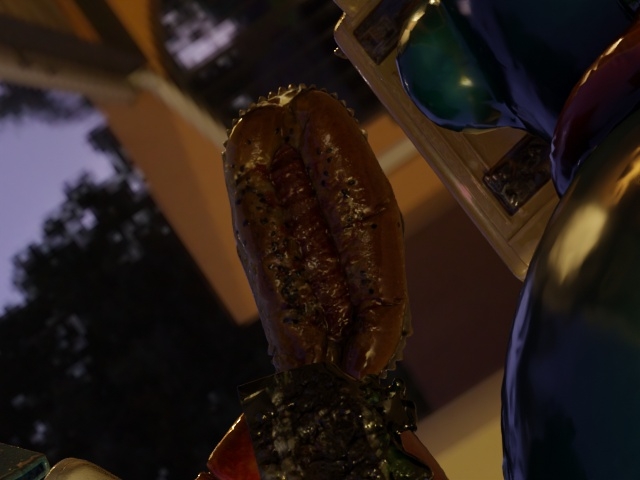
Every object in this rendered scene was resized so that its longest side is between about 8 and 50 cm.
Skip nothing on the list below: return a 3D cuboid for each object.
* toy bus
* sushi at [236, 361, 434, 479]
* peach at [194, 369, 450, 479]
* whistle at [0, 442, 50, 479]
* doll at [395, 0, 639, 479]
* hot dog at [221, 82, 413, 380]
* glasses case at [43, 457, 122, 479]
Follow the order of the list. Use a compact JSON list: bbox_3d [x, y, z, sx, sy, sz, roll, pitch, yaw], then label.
[{"bbox_3d":[0.130,-0.095,1.257,0.157,0.139,0.289,21,-150,-55],"label":"toy bus"},{"bbox_3d":[0.010,0.108,0.897,0.056,0.085,0.083,65,-171,-48],"label":"sushi"},{"bbox_3d":[-0.009,0.226,1.225,0.245,0.274,0.248,16,-162,-14],"label":"peach"},{"bbox_3d":[-0.255,0.194,1.313,0.158,0.090,0.090,5,144,47],"label":"whistle"},{"bbox_3d":[0.123,0.010,0.397,0.198,0.186,0.322,43,-158,-55],"label":"doll"},{"bbox_3d":[0.000,0.000,1.497,0.075,0.144,0.268,3,-108,-79],"label":"hot dog"},{"bbox_3d":[-0.164,0.229,1.384,0.049,0.074,0.193,13,161,29],"label":"glasses case"}]
